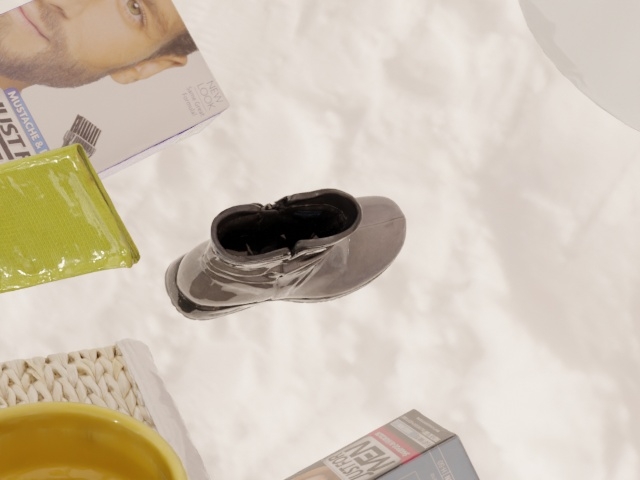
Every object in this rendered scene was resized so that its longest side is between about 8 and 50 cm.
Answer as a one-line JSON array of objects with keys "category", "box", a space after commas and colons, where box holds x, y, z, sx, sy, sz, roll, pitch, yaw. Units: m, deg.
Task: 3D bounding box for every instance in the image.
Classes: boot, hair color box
[{"category": "boot", "box": [0.000, 0.000, 1.727, 0.338, 0.222, 0.118, -21, 81, -31]}, {"category": "hair color box", "box": [-0.283, -0.132, 1.484, 0.338, 0.110, 0.185, -30, 92, -27]}, {"category": "hair color box", "box": [-0.002, 0.347, 1.770, 0.374, 0.185, 0.114, -28, 98, -9]}]

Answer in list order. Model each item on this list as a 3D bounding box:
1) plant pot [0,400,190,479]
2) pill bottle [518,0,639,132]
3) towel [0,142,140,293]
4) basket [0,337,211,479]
[{"category": "plant pot", "box": [-0.227, 0.304, 1.247, 0.254, 0.254, 0.239, -16, 130, -21]}, {"category": "pill bottle", "box": [0.262, -0.227, 0.754, 0.204, 0.204, 0.361, 48, 67, -28]}, {"category": "towel", "box": [-0.249, -0.002, 1.083, 0.102, 0.237, 0.021, 64, 31, -26]}, {"category": "basket", "box": [-0.288, 0.338, 1.664, 0.266, 0.331, 0.328, -5, 124, -25]}]
